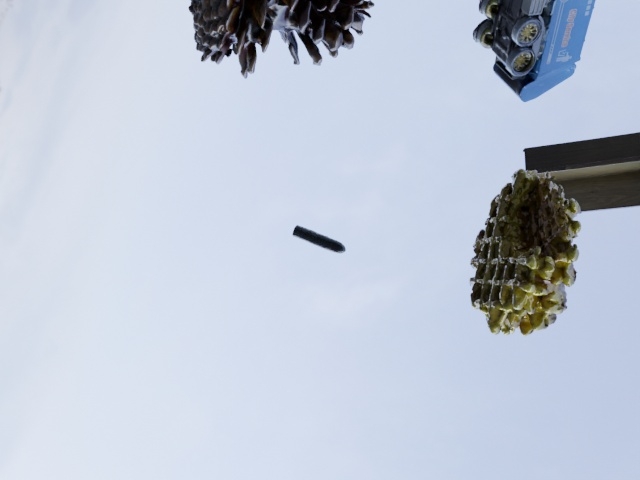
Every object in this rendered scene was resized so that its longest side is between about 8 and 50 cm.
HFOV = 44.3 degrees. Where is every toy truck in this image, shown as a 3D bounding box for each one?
[{"bbox_3d":[0.406,-0.447,1.473,0.367,0.175,0.146,92,-22,-44],"label":"toy truck"}]

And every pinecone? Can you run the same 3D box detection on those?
[{"bbox_3d":[-0.059,-0.363,1.209,0.246,0.292,0.246,-177,-90,-77],"label":"pinecone"}]

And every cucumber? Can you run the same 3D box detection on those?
[{"bbox_3d":[0.000,0.000,1.819,0.133,0.032,0.032,21,-91,16],"label":"cucumber"}]

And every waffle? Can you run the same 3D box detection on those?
[{"bbox_3d":[0.239,0.013,0.937,0.193,0.070,0.197,-102,-155,-65],"label":"waffle"}]

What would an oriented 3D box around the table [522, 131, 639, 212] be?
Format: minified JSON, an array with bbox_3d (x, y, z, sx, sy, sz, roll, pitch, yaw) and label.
[{"bbox_3d":[0.480,-0.117,1.418,0.227,0.167,0.167,-6,-116,27],"label":"table"}]
